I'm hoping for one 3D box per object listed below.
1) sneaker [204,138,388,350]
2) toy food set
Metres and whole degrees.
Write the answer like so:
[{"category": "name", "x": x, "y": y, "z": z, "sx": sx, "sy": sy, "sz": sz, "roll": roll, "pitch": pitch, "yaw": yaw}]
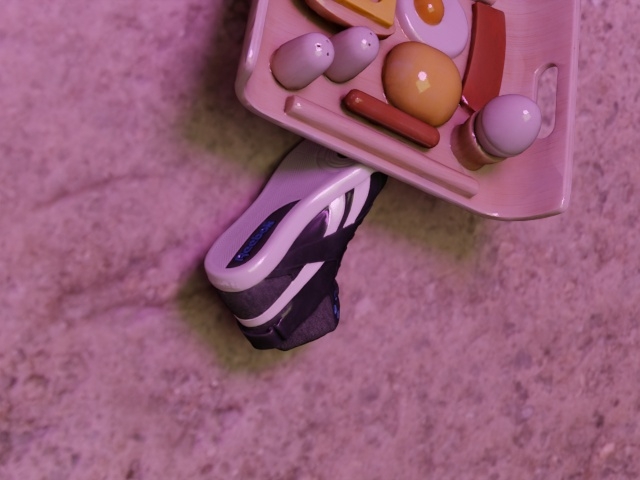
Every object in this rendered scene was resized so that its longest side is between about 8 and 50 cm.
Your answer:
[{"category": "sneaker", "x": 0.000, "y": 0.000, "z": 1.089, "sx": 0.217, "sy": 0.079, "sz": 0.121, "roll": -45, "pitch": 132, "yaw": -27}, {"category": "toy food set", "x": 0.080, "y": -0.166, "z": 1.057, "sx": 0.306, "sy": 0.092, "sz": 0.220, "roll": 23, "pitch": 61, "yaw": -29}]
